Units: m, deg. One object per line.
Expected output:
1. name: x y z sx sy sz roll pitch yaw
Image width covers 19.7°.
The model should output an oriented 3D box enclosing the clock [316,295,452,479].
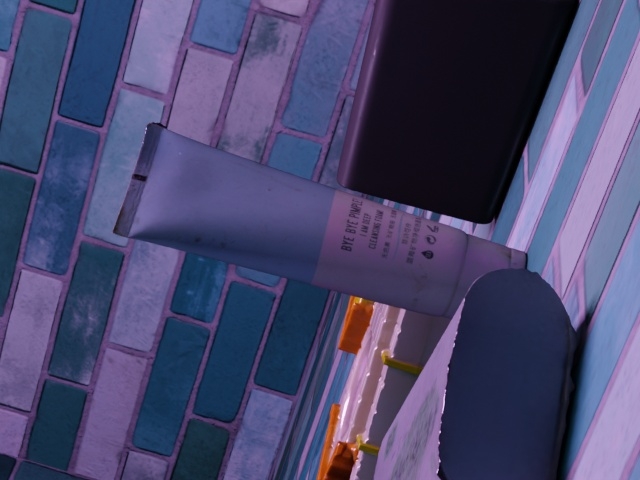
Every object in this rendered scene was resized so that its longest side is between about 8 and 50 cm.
1. clock: 0.059 0.132 1.606 0.220 0.106 0.255 -102 29 -84

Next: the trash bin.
1. trash bin: 0.113 -0.145 1.635 0.115 0.165 0.226 -80 5 -64

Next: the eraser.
1. eraser: 0.091 0.144 1.189 0.227 0.081 0.174 113 173 -58

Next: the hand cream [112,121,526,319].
1. hand cream: 0.000 0.000 1.428 0.070 0.312 0.111 110 177 -56
